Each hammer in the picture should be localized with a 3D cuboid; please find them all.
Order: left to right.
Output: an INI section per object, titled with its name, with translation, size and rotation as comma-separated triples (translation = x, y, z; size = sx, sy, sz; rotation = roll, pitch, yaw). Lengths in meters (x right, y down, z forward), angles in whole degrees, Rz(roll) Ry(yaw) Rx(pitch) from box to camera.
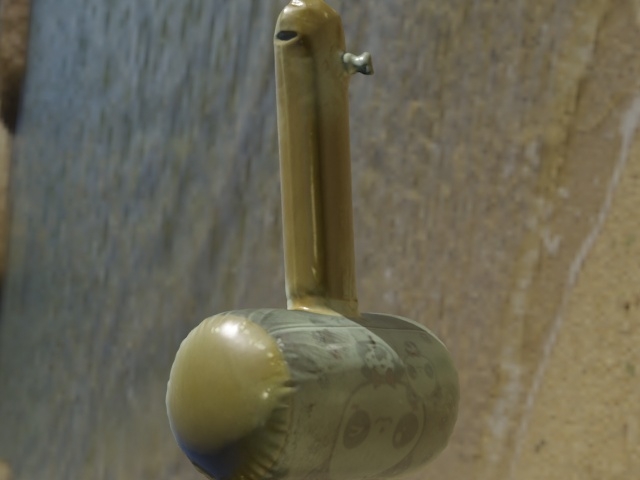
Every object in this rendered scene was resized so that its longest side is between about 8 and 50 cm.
[hammer]
translation = 0.000, 0.000, 0.941
size = 0.113, 0.202, 0.305
rotation = -3, 85, 38
